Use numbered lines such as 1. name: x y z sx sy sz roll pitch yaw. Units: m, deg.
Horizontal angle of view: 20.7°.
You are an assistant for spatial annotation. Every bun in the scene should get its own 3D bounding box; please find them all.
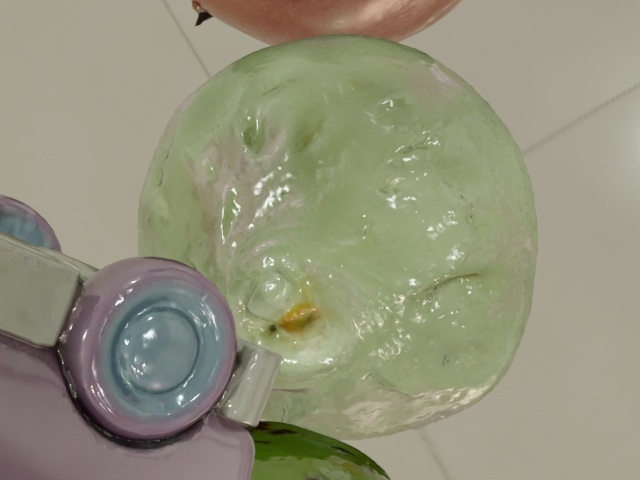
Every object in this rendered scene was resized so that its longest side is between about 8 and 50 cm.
1. bun: 0.000 0.000 1.141 0.283 0.179 0.283 1 93 16

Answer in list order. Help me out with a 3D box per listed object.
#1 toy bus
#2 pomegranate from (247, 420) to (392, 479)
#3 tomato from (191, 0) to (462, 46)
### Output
1. toy bus: -0.130 0.043 0.469 0.202 0.142 0.142 26 85 -35
2. pomegranate: -0.059 0.180 0.742 0.263 0.211 0.211 -1 81 7
3. tomato: 0.015 -0.311 1.299 0.341 0.273 0.341 7 77 -30
